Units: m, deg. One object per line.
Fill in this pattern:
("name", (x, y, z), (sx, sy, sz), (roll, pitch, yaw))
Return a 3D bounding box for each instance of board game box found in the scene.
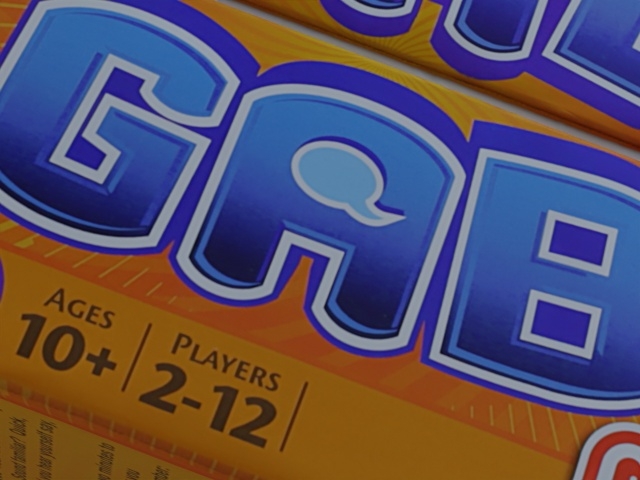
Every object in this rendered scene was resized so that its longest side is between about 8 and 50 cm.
("board game box", (0.000, 0.000, 0.918), (0.356, 0.356, 0.356), (20, 66, 1))
